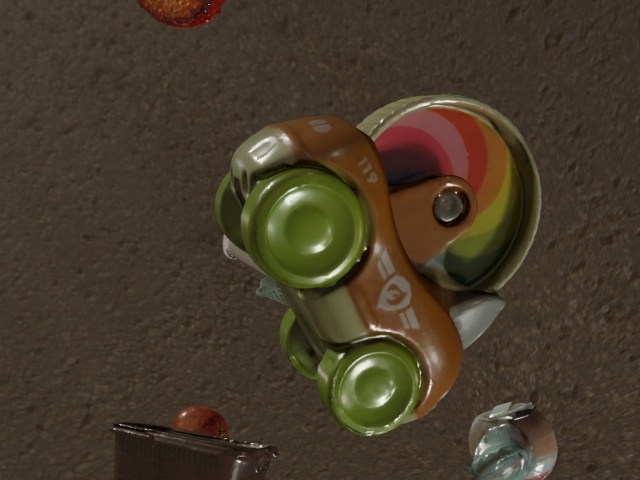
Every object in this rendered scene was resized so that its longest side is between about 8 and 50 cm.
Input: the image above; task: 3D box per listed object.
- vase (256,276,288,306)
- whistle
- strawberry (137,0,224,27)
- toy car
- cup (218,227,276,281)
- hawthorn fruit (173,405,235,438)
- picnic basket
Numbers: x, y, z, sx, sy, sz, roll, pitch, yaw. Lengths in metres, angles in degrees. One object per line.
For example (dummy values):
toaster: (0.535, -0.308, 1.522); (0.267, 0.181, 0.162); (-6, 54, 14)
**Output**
vase: (-0.059, 0.125, 1.677); (0.148, 0.081, 0.081); (33, 84, 12)
whistle: (0.377, 0.433, 1.544); (0.189, 0.348, 0.189); (0, 89, 23)
strawberry: (-0.187, -0.359, 1.037); (0.145, 0.086, 0.145); (5, 109, 16)
toy car: (0.059, 0.000, 0.543); (0.235, 0.145, 0.235); (-3, 100, -16)
cup: (0.000, 0.000, 1.358); (0.274, 0.253, 0.253); (37, 86, 16)
hawthorn fruit: (-0.251, 0.407, 1.635); (0.140, 0.125, 0.125); (-41, 68, 12)
picnic basket: (-0.240, 0.418, 1.409); (0.296, 0.222, 0.129); (5, 79, 21)
